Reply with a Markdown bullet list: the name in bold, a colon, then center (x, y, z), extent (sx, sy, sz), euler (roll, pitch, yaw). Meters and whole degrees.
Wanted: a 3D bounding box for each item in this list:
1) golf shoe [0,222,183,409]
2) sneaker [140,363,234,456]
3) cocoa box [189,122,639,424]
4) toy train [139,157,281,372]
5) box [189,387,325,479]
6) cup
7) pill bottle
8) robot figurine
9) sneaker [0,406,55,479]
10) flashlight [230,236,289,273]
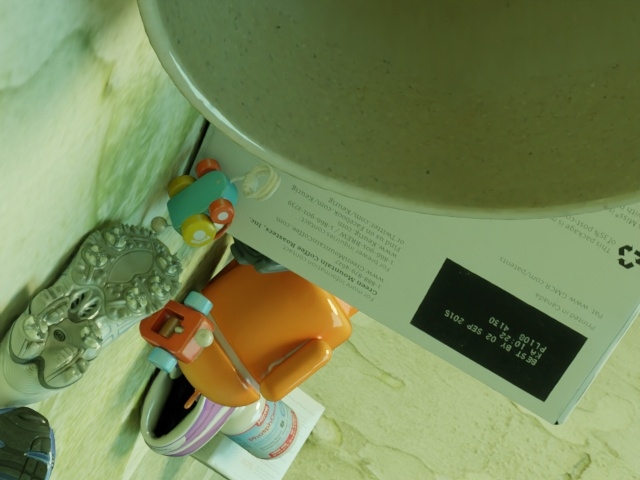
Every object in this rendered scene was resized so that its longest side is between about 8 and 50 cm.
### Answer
- **golf shoe**: center (-0.160, 0.050, 0.819), extent (0.086, 0.069, 0.176), euler (-40, -178, 36)
- **sneaker**: center (-0.099, 0.118, 1.372), extent (0.282, 0.102, 0.161), euler (-58, 171, -9)
- **cocoa box**: center (0.113, -0.073, 0.985), extent (0.228, 0.347, 0.231), euler (-51, 169, -54)
- **toy train**: center (-0.088, 0.019, 0.901), extent (0.046, 0.125, 0.166), euler (48, 64, -45)
- **box**: center (-0.100, 0.279, 1.852), extent (0.091, 0.130, 0.170), euler (9, -118, 57)
- **cup**: center (0.090, -0.195, 0.617), extent (0.331, 0.331, 0.237), euler (111, -13, -57)
- **pill bottle**: center (-0.101, 0.238, 1.712), extent (0.087, 0.087, 0.160), euler (-58, 141, -12)
- **robot figurine**: center (-0.057, 0.081, 1.246), extent (0.219, 0.158, 0.128), euler (-35, 170, -2)
- **sneaker**: center (-0.234, 0.185, 0.790), extent (0.221, 0.083, 0.087), euler (-52, -176, 20)
- **flashlight**: center (0.057, -0.034, 1.198), extent (0.304, 0.103, 0.103), euler (-7, 135, -34)
